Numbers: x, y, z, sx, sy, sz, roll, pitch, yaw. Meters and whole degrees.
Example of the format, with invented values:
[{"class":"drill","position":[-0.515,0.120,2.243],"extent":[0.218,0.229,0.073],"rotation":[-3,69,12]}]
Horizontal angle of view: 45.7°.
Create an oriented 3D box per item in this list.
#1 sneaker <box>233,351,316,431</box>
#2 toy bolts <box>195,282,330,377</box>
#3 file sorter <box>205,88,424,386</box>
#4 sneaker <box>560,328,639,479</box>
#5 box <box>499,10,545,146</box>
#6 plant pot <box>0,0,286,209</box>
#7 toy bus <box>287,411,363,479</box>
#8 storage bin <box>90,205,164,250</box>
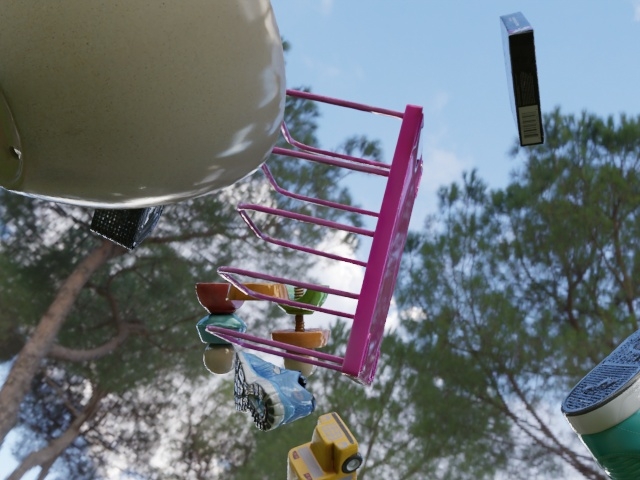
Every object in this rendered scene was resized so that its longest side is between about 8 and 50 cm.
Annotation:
[{"class":"sneaker","position":[-0.054,0.172,0.872],"extent":[0.073,0.162,0.063],"rotation":[-1,-77,-24]},{"class":"toy bolts","position":[-0.117,0.151,1.260],"extent":[0.228,0.218,0.159],"rotation":[-1,-94,25]},{"class":"file sorter","position":[0.000,0.000,0.879],"extent":[0.182,0.291,0.202],"rotation":[13,-12,10]},{"class":"sneaker","position":[0.386,0.178,0.774],"extent":[0.178,0.295,0.124],"rotation":[62,-33,4]},{"class":"box","position":[0.217,-0.179,0.823],"extent":[0.029,0.162,0.116],"rotation":[-7,-69,14]},{"class":"plant pot","position":[-0.195,-0.138,0.617],"extent":[0.284,0.191,0.284],"rotation":[26,-47,31]},{"class":"toy bus","position":[0.003,0.524,1.600],"extent":[0.130,0.108,0.333],"rotation":[-13,-54,-21]},{"class":"storage bin","position":[-0.322,-0.089,1.333],"extent":[0.084,0.122,0.180],"rotation":[25,-61,1]}]
